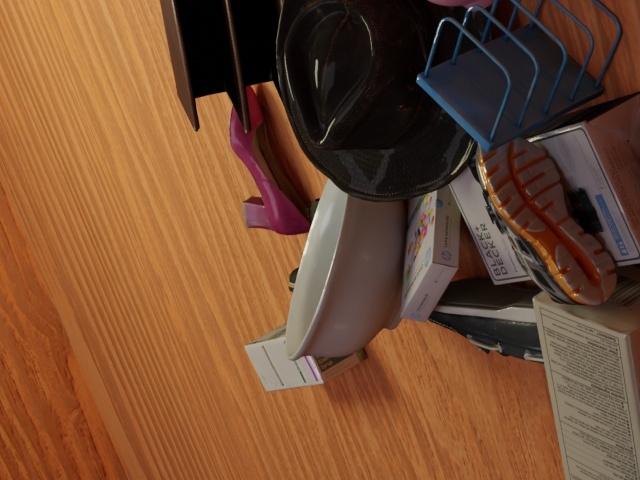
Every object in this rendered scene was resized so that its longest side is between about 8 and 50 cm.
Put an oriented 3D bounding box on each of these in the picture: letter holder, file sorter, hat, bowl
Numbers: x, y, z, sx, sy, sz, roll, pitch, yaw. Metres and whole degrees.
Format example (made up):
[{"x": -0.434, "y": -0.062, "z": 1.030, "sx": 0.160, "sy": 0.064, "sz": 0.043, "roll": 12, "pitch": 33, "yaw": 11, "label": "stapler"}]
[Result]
[{"x": -0.126, "y": -0.291, "z": 1.915, "sx": 0.214, "sy": 0.152, "sz": 0.301, "roll": -116, "pitch": 15, "yaw": -52, "label": "letter holder"}, {"x": 0.209, "y": -0.194, "z": 1.465, "sx": 0.118, "sy": 0.170, "sz": 0.104, "roll": 48, "pitch": 148, "yaw": 26, "label": "file sorter"}, {"x": 0.042, "y": -0.188, "z": 1.605, "sx": 0.331, "sy": 0.134, "sz": 0.331, "roll": 12, "pitch": 113, "yaw": 31, "label": "hat"}, {"x": 0.055, "y": 0.040, "z": 1.939, "sx": 0.134, "sy": 0.297, "sz": 0.298, "roll": 16, "pitch": 151, "yaw": -8, "label": "bowl"}]

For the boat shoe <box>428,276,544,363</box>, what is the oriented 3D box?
[{"x": 0.229, "y": 0.106, "z": 1.783, "sx": 0.302, "sy": 0.114, "sz": 0.091, "roll": 7, "pitch": 116, "yaw": 60, "label": "boat shoe"}]

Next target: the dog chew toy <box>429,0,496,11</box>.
[{"x": 0.097, "y": -0.390, "z": 1.454, "sx": 0.331, "sy": 0.207, "sz": 0.207, "roll": 60, "pitch": 155, "yaw": -14, "label": "dog chew toy"}]

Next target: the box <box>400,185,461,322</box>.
[{"x": 0.142, "y": -0.011, "z": 1.779, "sx": 0.145, "sy": 0.038, "sz": 0.186, "roll": 114, "pitch": 164, "yaw": -57, "label": "box"}]

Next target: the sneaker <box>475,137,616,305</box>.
[{"x": 0.227, "y": -0.016, "z": 1.508, "sx": 0.214, "sy": 0.084, "sz": 0.083, "roll": 59, "pitch": 158, "yaw": 3, "label": "sneaker"}]

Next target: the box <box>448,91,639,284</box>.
[{"x": 0.272, "y": -0.050, "z": 1.583, "sx": 0.290, "sy": 0.087, "sz": 0.169, "roll": -11, "pitch": 105, "yaw": 63, "label": "box"}]

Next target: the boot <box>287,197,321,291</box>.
[{"x": 0.000, "y": 0.000, "z": 2.151, "sx": 0.198, "sy": 0.077, "sz": 0.137, "roll": -19, "pitch": 94, "yaw": 50, "label": "boot"}]

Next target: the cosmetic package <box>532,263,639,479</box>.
[{"x": 0.357, "y": 0.181, "z": 1.610, "sx": 0.153, "sy": 0.129, "sz": 0.296, "roll": 23, "pitch": 134, "yaw": 49, "label": "cosmetic package"}]

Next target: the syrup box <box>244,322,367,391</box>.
[{"x": -0.028, "y": 0.187, "z": 2.342, "sx": 0.096, "sy": 0.093, "sz": 0.237, "roll": 64, "pitch": 153, "yaw": -4, "label": "syrup box"}]

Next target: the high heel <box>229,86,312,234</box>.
[{"x": -0.072, "y": -0.123, "z": 2.172, "sx": 0.117, "sy": 0.082, "sz": 0.244, "roll": 4, "pitch": 108, "yaw": 24, "label": "high heel"}]
